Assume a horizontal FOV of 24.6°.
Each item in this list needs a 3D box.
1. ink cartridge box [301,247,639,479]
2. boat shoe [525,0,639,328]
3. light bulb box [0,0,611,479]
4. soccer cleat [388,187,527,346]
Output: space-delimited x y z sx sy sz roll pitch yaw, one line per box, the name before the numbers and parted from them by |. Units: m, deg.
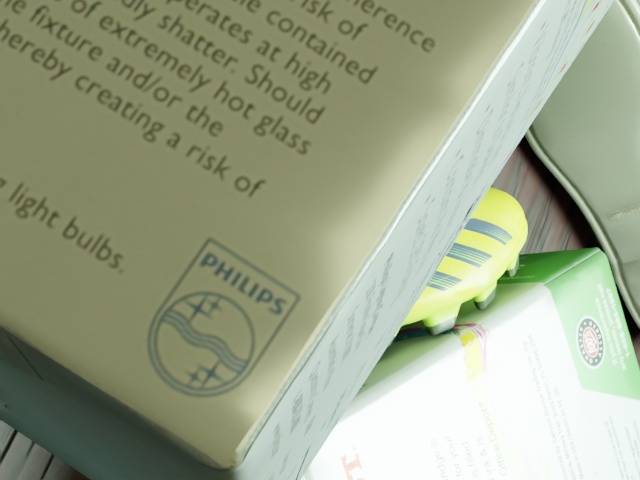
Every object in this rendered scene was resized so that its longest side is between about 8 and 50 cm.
ink cartridge box | 0.073 0.147 0.862 0.278 0.117 0.201 -27 103 -40
boat shoe | 0.220 -0.070 1.028 0.335 0.112 0.095 63 34 -25
light bulb box | -0.022 -0.093 0.567 0.225 0.358 0.361 32 74 6
soccer cleat | 0.000 0.000 0.806 0.289 0.093 0.121 -17 104 -31
